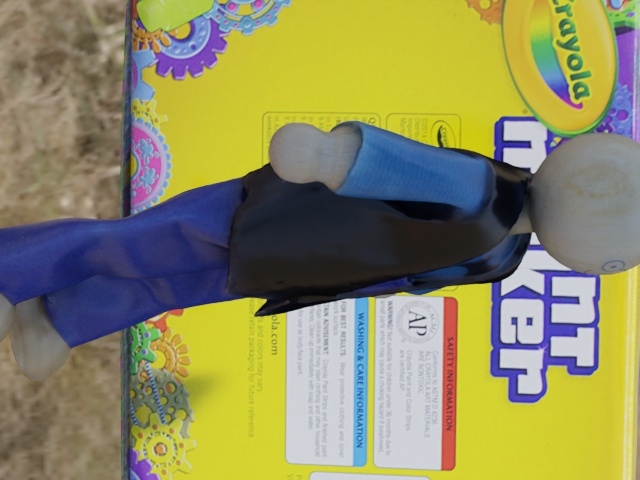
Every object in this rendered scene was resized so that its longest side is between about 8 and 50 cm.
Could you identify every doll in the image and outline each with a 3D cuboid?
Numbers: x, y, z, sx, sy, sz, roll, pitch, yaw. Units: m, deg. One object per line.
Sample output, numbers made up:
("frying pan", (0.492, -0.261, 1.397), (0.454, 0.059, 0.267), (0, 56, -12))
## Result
("doll", (0.000, 0.000, 0.499), (0.129, 0.189, 0.046), (42, 40, -67))

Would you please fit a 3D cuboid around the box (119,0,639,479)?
("box", (0.040, 0.031, 0.742), (0.279, 0.177, 0.290), (-27, 118, -79))
